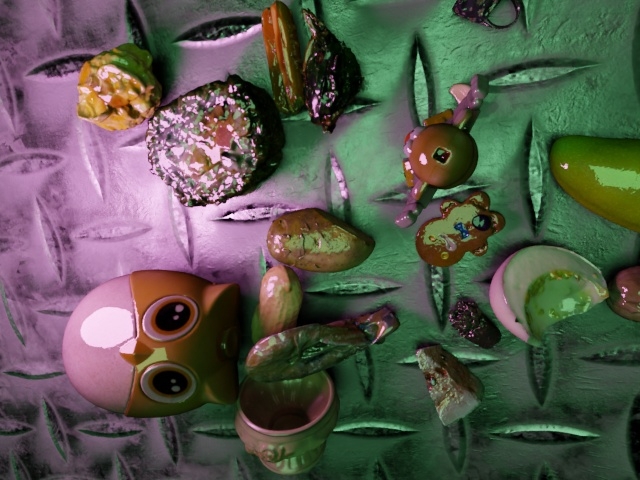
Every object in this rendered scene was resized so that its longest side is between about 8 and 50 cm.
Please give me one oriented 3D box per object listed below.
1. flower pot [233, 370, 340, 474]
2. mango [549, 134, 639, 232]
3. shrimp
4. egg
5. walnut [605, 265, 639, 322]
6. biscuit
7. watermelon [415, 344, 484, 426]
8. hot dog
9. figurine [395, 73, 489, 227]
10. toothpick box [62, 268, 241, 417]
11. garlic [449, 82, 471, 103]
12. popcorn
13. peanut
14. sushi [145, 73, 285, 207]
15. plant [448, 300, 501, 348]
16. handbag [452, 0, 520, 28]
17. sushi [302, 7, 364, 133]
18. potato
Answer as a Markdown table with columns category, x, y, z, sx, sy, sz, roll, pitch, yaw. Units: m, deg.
| category | x | y | z | sx | sy | sz | roll | pitch | yaw |
| --- | --- | --- | --- | --- | --- | --- | --- | --- | --- |
| flower pot | -0.094 | 0.527 | 1.246 | 0.308 | 0.307 | 0.243 | 3 | 120 | 12 |
| mango | 0.686 | -0.139 | 0.954 | 0.343 | 0.156 | 0.192 | 27 | 108 | 6 |
| shrimp | 0.003 | 0.280 | 1.177 | 0.446 | 0.109 | 0.221 | -18 | 136 | -8 |
| egg | 0.532 | 0.135 | 1.065 | 0.271 | 0.161 | 0.206 | -30 | 69 | -17 |
| walnut | 0.782 | 0.129 | 1.020 | 0.162 | 0.140 | 0.140 | 8 | 107 | 20 |
| biscuit | 0.363 | -0.021 | 1.124 | 0.236 | 0.039 | 0.180 | -38 | 95 | 21 |
| watermelon | 0.357 | 0.397 | 1.220 | 0.154 | 0.094 | 0.241 | -36 | 92 | 11 |
| hot dog | -0.093 | -0.453 | 1.074 | 0.115 | 0.072 | 0.268 | 14 | 119 | 47 |
| figurine | 0.271 | -0.196 | 0.964 | 0.167 | 0.285 | 0.342 | 7 | 108 | 9 |
| toothpick box | -0.437 | 0.282 | 1.185 | 0.426 | 0.409 | 0.408 | -2 | 105 | 11 |
| garlic | 0.355 | -0.352 | 1.033 | 0.053 | 0.041 | 0.083 | -40 | 85 | 32 |
| popcorn | -0.533 | -0.400 | 1.124 | 0.235 | 0.216 | 0.181 | -36 | 99 | 30 |
| peanut | -0.131 | 0.208 | 1.227 | 0.148 | 0.147 | 0.318 | 15 | 119 | 8 |
| sushi | -0.273 | -0.248 | 1.128 | 0.352 | 0.178 | 0.293 | -21 | 101 | 18 |
| plant | 0.417 | 0.230 | 1.154 | 0.143 | 0.092 | 0.094 | 42 | 117 | -7 |
| handbag | 0.390 | -0.539 | 0.958 | 0.139 | 0.072 | 0.115 | 36 | 108 | -4 |
| sushi | 0.030 | -0.409 | 1.034 | 0.149 | 0.140 | 0.286 | 4 | 107 | 18 |
| potato | 0.000 | 0.000 | 1.158 | 0.299 | 0.141 | 0.175 | 4 | 108 | 2 |
